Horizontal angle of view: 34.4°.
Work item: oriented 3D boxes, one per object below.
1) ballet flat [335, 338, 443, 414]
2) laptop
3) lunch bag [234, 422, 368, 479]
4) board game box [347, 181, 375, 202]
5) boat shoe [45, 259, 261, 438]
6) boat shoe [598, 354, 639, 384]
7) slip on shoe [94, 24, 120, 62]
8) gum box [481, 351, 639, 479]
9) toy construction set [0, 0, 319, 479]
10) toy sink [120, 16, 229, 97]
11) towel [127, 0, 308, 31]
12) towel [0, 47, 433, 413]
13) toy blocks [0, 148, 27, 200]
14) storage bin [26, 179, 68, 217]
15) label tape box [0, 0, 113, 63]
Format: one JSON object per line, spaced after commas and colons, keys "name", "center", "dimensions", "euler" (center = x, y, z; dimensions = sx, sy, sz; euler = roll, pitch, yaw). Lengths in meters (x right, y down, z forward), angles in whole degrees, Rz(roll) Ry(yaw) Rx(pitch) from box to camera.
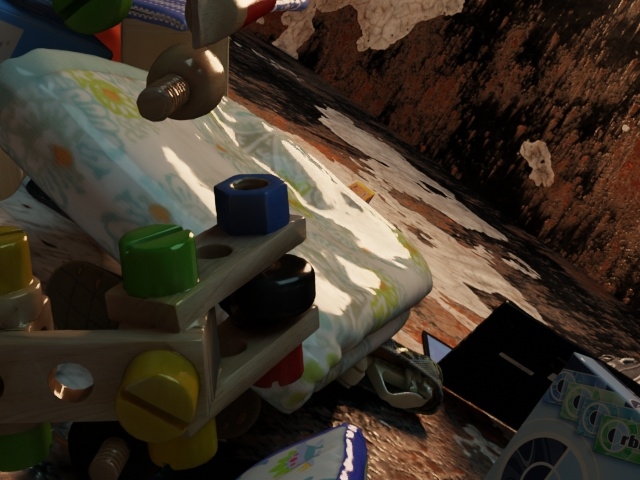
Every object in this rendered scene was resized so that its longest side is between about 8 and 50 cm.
{"name": "ballet flat", "center": [0.047, 0.120, 0.995], "dimensions": [0.188, 0.070, 0.070], "euler": [23, 15, -24]}
{"name": "laptop", "center": [0.256, 0.152, 1.199], "dimensions": [0.234, 0.264, 0.136], "euler": [31, 49, -4]}
{"name": "lunch bag", "center": [-0.028, 0.160, 0.445], "dimensions": [0.096, 0.151, 0.129], "euler": [32, 12, -2]}
{"name": "board game box", "center": [0.000, 0.000, 1.179], "dimensions": [0.039, 0.124, 0.259], "euler": [35, 13, 7]}
{"name": "boat shoe", "center": [-0.121, 0.076, 0.751], "dimensions": [0.178, 0.064, 0.060], "euler": [37, 7, -9]}
{"name": "boat shoe", "center": [0.421, 0.210, 1.485], "dimensions": [0.102, 0.108, 0.301], "euler": [40, 21, 22]}
{"name": "slip on shoe", "center": [-0.259, -0.223, 1.428], "dimensions": [0.331, 0.123, 0.101], "euler": [31, 16, -30]}
{"name": "gum box", "center": [0.188, 0.201, 0.740], "dimensions": [0.041, 0.184, 0.157], "euler": [23, 16, -38]}
{"name": "toy construction set", "center": [-0.118, 0.021, 0.470], "dimensions": [0.257, 0.309, 0.237], "euler": [24, 18, -2]}
{"name": "toy sink", "center": [-0.187, -0.164, 1.268], "dimensions": [0.131, 0.234, 0.153], "euler": [-1, 21, -11]}
{"name": "towel", "center": [-0.181, -0.290, 1.222], "dimensions": [0.243, 0.040, 0.336], "euler": [17, 22, 18]}
{"name": "towel", "center": [-0.067, -0.026, 0.865], "dimensions": [0.320, 0.090, 0.374], "euler": [40, 16, 11]}
{"name": "toy blocks", "center": [-0.316, -0.097, 0.936], "dimensions": [0.123, 0.054, 0.148], "euler": [30, 13, -14]}
{"name": "storage bin", "center": [-0.202, -0.070, 1.044], "dimensions": [0.122, 0.084, 0.180], "euler": [32, 13, -4]}
{"name": "label tape box", "center": [-0.442, -0.290, 1.230], "dimensions": [0.249, 0.115, 0.347], "euler": [16, 18, -50]}
